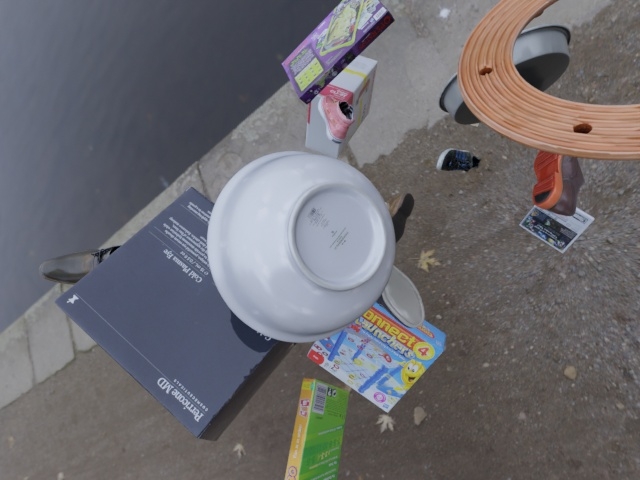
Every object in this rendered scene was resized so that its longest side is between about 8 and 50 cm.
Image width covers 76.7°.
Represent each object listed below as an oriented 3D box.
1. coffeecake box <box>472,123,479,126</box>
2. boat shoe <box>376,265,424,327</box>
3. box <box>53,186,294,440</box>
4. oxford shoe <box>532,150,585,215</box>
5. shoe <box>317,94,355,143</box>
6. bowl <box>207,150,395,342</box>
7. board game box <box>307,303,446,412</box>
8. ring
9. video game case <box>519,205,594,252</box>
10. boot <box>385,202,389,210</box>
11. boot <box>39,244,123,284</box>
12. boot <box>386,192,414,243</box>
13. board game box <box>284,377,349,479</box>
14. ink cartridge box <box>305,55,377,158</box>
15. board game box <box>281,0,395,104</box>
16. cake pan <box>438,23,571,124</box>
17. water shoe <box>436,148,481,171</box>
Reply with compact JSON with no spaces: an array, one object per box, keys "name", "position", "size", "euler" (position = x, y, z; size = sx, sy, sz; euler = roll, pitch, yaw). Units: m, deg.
[{"name":"coffeecake box","position":[0.481,-0.453,1.196],"size":[0.068,0.185,0.142],"euler":[24,147,18]},{"name":"boat shoe","position":[0.124,0.089,0.798],"size":[0.206,0.075,0.065],"euler":[53,149,20]},{"name":"box","position":[-0.224,0.130,0.765],"size":[0.343,0.179,0.312],"euler":[37,64,14]},{"name":"oxford shoe","position":[0.626,-0.181,1.053],"size":[0.098,0.097,0.271],"euler":[25,68,-7]},{"name":"shoe","position":[0.045,-0.342,1.064],"size":[0.081,0.064,0.177],"euler":[-51,39,43]},{"name":"bowl","position":[0.000,0.000,0.575],"size":[0.134,0.298,0.297],"euler":[-14,81,64]},{"name":"board game box","position":[0.160,0.317,1.219],"size":[0.308,0.086,0.301],"euler":[33,119,8]},{"name":"ring","position":[0.316,-0.204,0.410],"size":[0.337,0.032,0.336],"euler":[-14,52,19]},{"name":"video game case","position":[0.900,-0.072,1.552],"size":[0.190,0.022,0.173],"euler":[40,129,21]},{"name":"boot","position":[0.208,-0.107,1.576],"size":[0.085,0.158,0.059],"euler":[6,66,-5]},{"name":"boot","position":[-0.479,0.040,0.868],"size":[0.106,0.219,0.082],"euler":[-45,54,57]},{"name":"boot","position":[0.318,-0.084,1.844],"size":[0.115,0.112,0.305],"euler":[1,51,48]},{"name":"board game box","position":[-0.009,0.387,0.710],"size":[0.039,0.124,0.259],"euler":[-10,57,32]},{"name":"ink cartridge box","position":[0.094,-0.590,1.750],"size":[0.161,0.384,0.279],"euler":[22,143,12]},{"name":"board game box","position":[0.040,-0.603,1.241],"size":[0.347,0.056,0.208],"euler":[-37,57,22]},{"name":"cake pan","position":[0.417,-0.356,0.914],"size":[0.293,0.293,0.054],"euler":[-26,76,29]},{"name":"water shoe","position":[0.478,-0.272,1.381],"size":[0.080,0.203,0.072],"euler":[34,128,37]}]
